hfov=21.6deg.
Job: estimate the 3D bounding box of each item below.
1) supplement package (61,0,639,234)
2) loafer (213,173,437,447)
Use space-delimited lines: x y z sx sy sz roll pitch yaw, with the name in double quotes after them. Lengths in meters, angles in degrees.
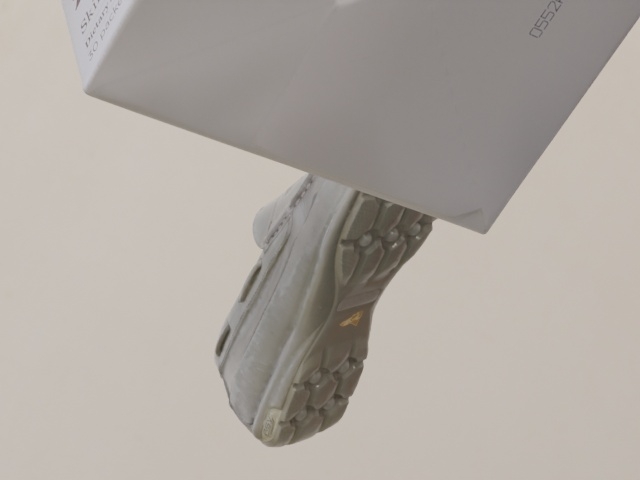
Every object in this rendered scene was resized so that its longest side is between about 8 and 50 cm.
0.037 -0.168 0.691 0.204 0.262 0.145 19 28 -28 "supplement package"
0.000 0.000 1.146 0.112 0.319 0.111 -10 45 -45 "loafer"
